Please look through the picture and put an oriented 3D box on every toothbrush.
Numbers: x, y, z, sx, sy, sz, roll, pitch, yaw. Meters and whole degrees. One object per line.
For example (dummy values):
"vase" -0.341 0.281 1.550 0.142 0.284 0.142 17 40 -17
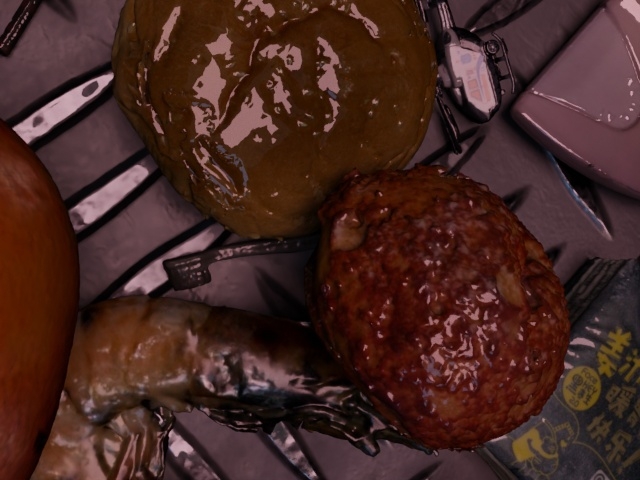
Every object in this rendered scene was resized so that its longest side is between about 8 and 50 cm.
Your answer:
"toothbrush" 0.000 0.000 0.618 0.298 0.030 0.030 -13 103 -17

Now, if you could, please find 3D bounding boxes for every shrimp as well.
"shrimp" -0.082 0.173 0.550 0.365 0.071 0.233 13 84 -5

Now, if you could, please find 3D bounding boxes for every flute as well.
"flute" -0.209 -0.274 0.557 0.014 0.014 0.269 29 82 -16

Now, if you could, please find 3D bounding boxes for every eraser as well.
"eraser" 0.343 -0.124 0.712 0.243 0.059 0.204 46 77 -10

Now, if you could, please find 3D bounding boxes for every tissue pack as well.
"tissue pack" 0.290 0.168 0.686 0.257 0.081 0.185 -45 104 -13

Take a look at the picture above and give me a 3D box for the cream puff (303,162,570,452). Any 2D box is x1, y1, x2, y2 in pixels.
"cream puff" 0.098 0.040 0.512 0.240 0.240 0.164 30 126 -16

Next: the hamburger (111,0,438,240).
"hamburger" -0.024 -0.145 0.556 0.285 0.134 0.265 -37 99 -12

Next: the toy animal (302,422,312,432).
"toy animal" 0.106 0.114 0.643 0.275 0.054 0.149 -43 100 -12

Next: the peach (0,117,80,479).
"peach" -0.318 0.053 0.339 0.389 0.388 0.387 0 91 -18

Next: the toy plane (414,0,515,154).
"toy plane" 0.138 -0.192 0.652 0.078 0.053 0.197 -23 102 -7
